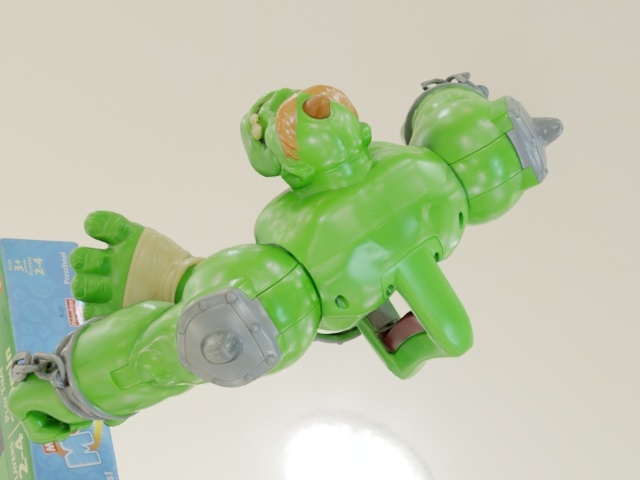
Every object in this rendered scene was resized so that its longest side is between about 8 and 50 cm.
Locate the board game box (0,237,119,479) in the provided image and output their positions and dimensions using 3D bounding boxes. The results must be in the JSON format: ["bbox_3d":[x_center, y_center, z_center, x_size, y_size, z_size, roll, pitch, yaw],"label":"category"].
[{"bbox_3d":[-0.139,0.124,0.686,0.039,0.160,0.211,4,-36,-29],"label":"board game box"}]

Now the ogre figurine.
[{"bbox_3d":[0.000,0.000,0.540,0.118,0.197,0.097,-10,-87,62],"label":"ogre figurine"}]
